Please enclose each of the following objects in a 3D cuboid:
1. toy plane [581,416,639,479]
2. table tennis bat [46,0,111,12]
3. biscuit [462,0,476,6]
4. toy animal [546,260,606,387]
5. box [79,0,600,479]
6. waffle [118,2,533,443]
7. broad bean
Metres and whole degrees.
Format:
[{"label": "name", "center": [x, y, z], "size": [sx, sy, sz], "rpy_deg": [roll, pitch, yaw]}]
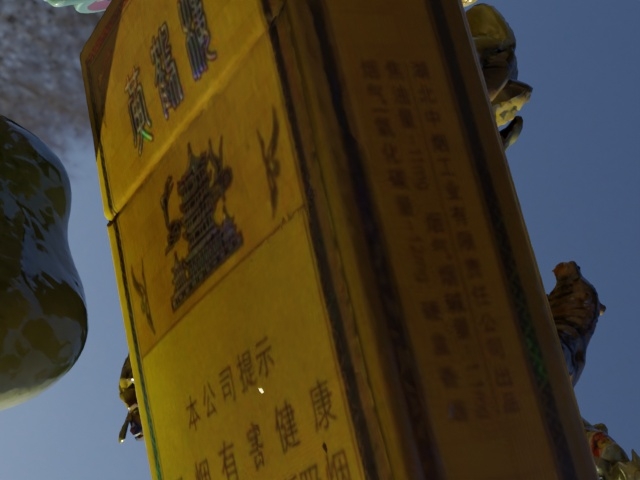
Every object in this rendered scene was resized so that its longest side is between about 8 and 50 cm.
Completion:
[{"label": "toy plane", "center": [0.286, 0.265, 1.180], "size": [0.092, 0.286, 0.108], "rpy_deg": [-32, -179, -31]}, {"label": "table tennis bat", "center": [-0.248, -0.308, 1.595], "size": [0.153, 0.040, 0.244], "rpy_deg": [-25, -179, 29]}, {"label": "biscuit", "center": [0.101, -0.329, 1.192], "size": [0.118, 0.029, 0.247], "rpy_deg": [-18, -94, 45]}, {"label": "toy animal", "center": [0.114, 0.075, 0.861], "size": [0.116, 0.255, 0.114], "rpy_deg": [-19, -100, 19]}, {"label": "box", "center": [-0.008, 0.010, 0.523], "size": [0.193, 0.084, 0.301], "rpy_deg": [-40, -123, 53]}, {"label": "waffle", "center": [0.000, 0.000, 1.013], "size": [0.095, 0.379, 0.382], "rpy_deg": [41, -47, 20]}, {"label": "broad bean", "center": [-0.211, 0.002, 0.720], "size": [0.121, 0.189, 0.263], "rpy_deg": [-59, -161, 12]}]
